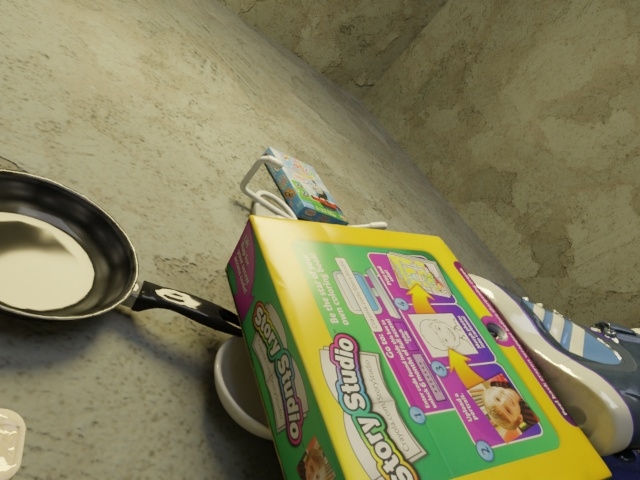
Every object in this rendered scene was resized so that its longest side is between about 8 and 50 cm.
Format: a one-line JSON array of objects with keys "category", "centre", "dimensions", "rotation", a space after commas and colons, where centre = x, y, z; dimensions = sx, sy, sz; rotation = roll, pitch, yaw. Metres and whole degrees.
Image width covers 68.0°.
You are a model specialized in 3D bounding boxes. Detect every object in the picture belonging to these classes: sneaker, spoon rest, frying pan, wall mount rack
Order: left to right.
[{"category": "frying pan", "centre": [-0.234, 0.021, 0.511], "dimensions": [0.326, 0.053, 0.197], "rotation": [20, 31, -44]}, {"category": "spoon rest", "centre": [-0.006, 0.207, 0.536], "dimensions": [0.276, 0.084, 0.137], "rotation": [44, 22, -3]}, {"category": "wall mount rack", "centre": [0.000, 0.000, 0.849], "dimensions": [0.304, 0.130, 0.350], "rotation": [31, 26, -28]}, {"category": "sneaker", "centre": [0.337, 0.151, 0.669], "dimensions": [0.237, 0.130, 0.323], "rotation": [0, 27, -30]}]

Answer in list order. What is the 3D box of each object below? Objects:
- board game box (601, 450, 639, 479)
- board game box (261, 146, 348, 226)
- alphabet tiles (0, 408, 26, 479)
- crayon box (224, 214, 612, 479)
[{"category": "board game box", "centre": [0.382, 0.307, 0.827], "dimensions": [0.141, 0.232, 0.291], "rotation": [43, 22, -5]}, {"category": "board game box", "centre": [-0.037, -0.121, 1.125], "dimensions": [0.160, 0.039, 0.211], "rotation": [17, 34, -48]}, {"category": "alphabet tiles", "centre": [-0.234, 0.207, 0.226], "dimensions": [0.278, 0.021, 0.284], "rotation": [25, 30, -39]}, {"category": "crayon box", "centre": [0.089, 0.140, 0.540], "dimensions": [0.313, 0.106, 0.362], "rotation": [4, 42, -31]}]
